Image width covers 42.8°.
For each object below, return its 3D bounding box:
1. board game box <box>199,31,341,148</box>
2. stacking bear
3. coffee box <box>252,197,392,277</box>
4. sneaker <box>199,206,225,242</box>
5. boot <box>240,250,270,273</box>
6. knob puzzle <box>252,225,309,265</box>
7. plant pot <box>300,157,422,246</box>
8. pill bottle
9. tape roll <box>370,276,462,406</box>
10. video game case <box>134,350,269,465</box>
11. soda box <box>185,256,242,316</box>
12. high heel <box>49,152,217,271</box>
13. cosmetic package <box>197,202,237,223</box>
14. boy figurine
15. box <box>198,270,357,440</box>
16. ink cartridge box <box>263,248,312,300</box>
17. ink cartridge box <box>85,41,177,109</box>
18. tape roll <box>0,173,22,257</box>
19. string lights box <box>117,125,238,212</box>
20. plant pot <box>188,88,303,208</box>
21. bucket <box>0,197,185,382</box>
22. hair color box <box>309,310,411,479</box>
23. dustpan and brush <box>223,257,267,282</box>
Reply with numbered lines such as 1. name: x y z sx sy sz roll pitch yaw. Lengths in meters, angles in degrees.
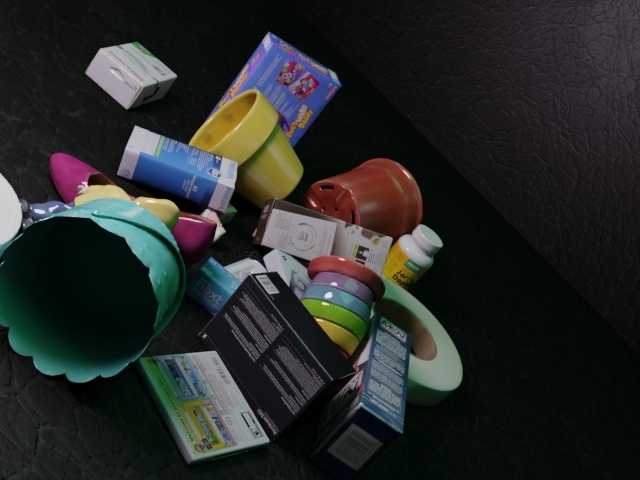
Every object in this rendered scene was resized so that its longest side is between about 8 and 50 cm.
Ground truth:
1. board game box: -0.141 -0.365 2.248 0.233 0.347 0.078 27 28 -29
2. stacking bear: 0.012 0.192 1.684 0.175 0.164 0.289 20 69 3
3. coffee box: 0.000 0.000 1.957 0.297 0.119 0.168 18 -3 -12
4. sneaker: -0.253 -0.036 1.899 0.070 0.051 0.134 39 25 -14
5. boot: -0.125 0.072 1.908 0.121 0.045 0.099 44 23 19
6. knob puzzle: -0.073 0.005 2.112 0.213 0.030 0.213 33 25 -18
7. plant pot: 0.100 -0.082 2.255 0.272 0.272 0.265 50 33 19
8. pill bottle: 0.238 0.059 2.253 0.117 0.208 0.118 33 25 -18
9. tape roll: 0.190 0.242 2.049 0.392 0.072 0.392 33 25 -18
10. video game case: -0.209 0.290 1.448 0.193 0.023 0.212 4 44 -53
11. soda box: -0.177 0.135 1.693 0.210 0.071 0.067 40 25 -2
12. high heel: -0.375 -0.088 1.646 0.377 0.181 0.127 41 24 1
13. cosmetic package: -0.264 -0.094 1.988 0.115 0.041 0.060 47 25 13
14. boy figurine: -0.405 -0.041 1.500 0.285 0.092 0.177 -6 45 -25
15. box: -0.086 0.215 1.556 0.261 0.184 0.103 50 23 20
16. ink cartridge box: -0.021 0.147 1.852 0.223 0.045 0.224 28 35 -49
17. ink cartridge box: -0.500 -0.441 2.170 0.153 0.087 0.208 41 24 0
18. tape roll: -0.637 -0.053 1.311 0.286 0.100 0.286 33 26 -18
19. string lights box: -0.328 -0.168 1.904 0.259 0.077 0.133 20 29 -12
20. plant pot: -0.177 -0.218 2.105 0.239 0.254 0.254 46 20 -25
21. bucket: -0.361 0.068 1.317 0.281 0.281 0.183 38 19 -5
22. hair color box: 0.088 0.310 1.661 0.105 0.174 0.347 36 24 -7
23. dustpan and brush: -0.123 0.133 1.783 0.211 0.060 0.147 64 27 2
